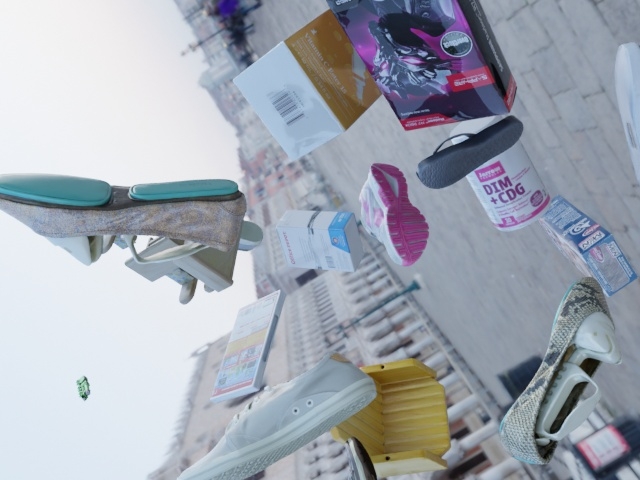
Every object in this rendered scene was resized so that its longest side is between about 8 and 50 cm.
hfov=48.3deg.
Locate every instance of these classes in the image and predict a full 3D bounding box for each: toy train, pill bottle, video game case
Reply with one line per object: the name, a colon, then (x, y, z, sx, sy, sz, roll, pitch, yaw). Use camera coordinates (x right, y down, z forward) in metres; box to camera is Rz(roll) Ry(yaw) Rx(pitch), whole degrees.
toy train: (-0.465, 0.290, 1.403, 0.017, 0.024, 0.083, 52, 170, -26)
pill bottle: (0.450, -0.177, 1.799, 0.283, 0.160, 0.160, 56, -177, -18)
video game case: (-0.191, 0.281, 1.893, 0.025, 0.204, 0.285, 34, -129, -26)

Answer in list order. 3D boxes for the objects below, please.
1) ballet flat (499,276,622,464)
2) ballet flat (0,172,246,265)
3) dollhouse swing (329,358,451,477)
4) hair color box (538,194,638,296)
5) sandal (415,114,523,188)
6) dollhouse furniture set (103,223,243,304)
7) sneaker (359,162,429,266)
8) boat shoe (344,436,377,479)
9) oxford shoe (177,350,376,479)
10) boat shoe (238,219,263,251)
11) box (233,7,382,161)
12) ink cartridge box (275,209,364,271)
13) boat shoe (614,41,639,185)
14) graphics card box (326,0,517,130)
ballet flat: (0.597, 0.312, 1.677, 0.164, 0.482, 0.182, 36, 169, -24)
ballet flat: (-0.251, -0.021, 0.884, 0.107, 0.316, 0.106, -105, 18, -67)
dollhouse swing: (0.215, 0.517, 2.259, 0.305, 0.315, 0.346, 60, -157, -45)
hair color box: (0.779, 0.007, 2.124, 0.174, 0.105, 0.347, 50, -171, -21)
sandal: (0.286, -0.176, 1.405, 0.054, 0.255, 0.097, 50, 154, 31)
dollhouse furniture set: (-0.274, 0.035, 1.351, 0.212, 0.242, 0.161, 39, -140, -33)
sneaker: (0.150, -0.042, 1.528, 0.111, 0.103, 0.252, 121, 146, -45)
boat shoe: (0.106, 0.675, 2.005, 0.095, 0.095, 0.257, 49, -169, -40)
oxford shoe: (-0.099, 0.367, 1.434, 0.130, 0.449, 0.169, 59, -172, 22)
boat shoe: (-0.253, -0.019, 1.704, 0.228, 0.081, 0.079, 15, -129, -19)
box: (0.013, -0.362, 1.540, 0.215, 0.168, 0.345, 53, -136, -14)
ink cartridge box: (0.000, 0.000, 1.817, 0.082, 0.191, 0.139, -58, -37, -42)
boat shoe: (0.676, -0.256, 1.441, 0.113, 0.105, 0.306, -69, -38, -77)
graphics card box: (0.190, -0.371, 1.318, 0.371, 0.233, 0.094, 52, -132, -39)
